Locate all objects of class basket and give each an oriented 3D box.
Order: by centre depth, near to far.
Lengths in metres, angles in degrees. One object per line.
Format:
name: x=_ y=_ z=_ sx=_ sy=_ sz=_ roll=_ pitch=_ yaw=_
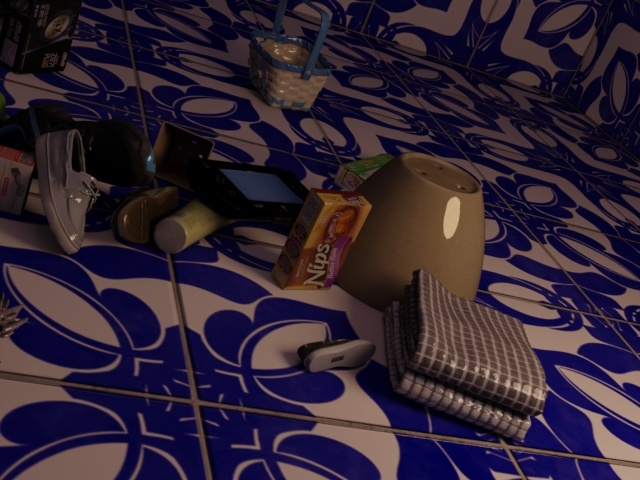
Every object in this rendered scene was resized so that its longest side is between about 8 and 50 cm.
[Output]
basket: x=-0.075 y=-0.508 z=2.472 sx=0.201 sy=0.289 sz=0.255 roll=7 pitch=27 yaw=-32

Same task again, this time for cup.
cup: x=0.183 y=-0.029 z=1.770 sx=0.331 sy=0.237 sz=0.331 roll=18 pitch=24 yaw=-8

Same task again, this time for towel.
towel: x=0.236 y=0.178 z=1.526 sx=0.235 sy=0.121 sz=0.283 roll=20 pitch=24 yaw=-8

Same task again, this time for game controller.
game controller: x=-0.120 y=-0.095 z=1.816 sx=0.166 sy=0.067 sz=0.319 roll=36 pitch=20 yaw=31

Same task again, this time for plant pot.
plant pot: x=-0.270 y=-0.171 z=1.843 sx=0.109 sy=0.109 sz=0.096 roll=23 pitch=12 yaw=1

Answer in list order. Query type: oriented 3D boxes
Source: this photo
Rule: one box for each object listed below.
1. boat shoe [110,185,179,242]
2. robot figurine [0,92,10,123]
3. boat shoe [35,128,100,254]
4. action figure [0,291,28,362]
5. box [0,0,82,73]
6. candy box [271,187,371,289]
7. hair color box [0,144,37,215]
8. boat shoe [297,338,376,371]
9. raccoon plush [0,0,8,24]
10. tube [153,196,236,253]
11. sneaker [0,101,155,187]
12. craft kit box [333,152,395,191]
boat shoe: x=-0.312 y=-0.048 z=1.583 sx=0.073 sy=0.080 sz=0.223 roll=6 pitch=16 yaw=13
robot figurine: x=-0.626 y=-0.246 z=1.723 sx=0.101 sy=0.067 sz=0.115 roll=27 pitch=21 yaw=-20
boat shoe: x=-0.399 y=-0.087 z=1.477 sx=0.081 sy=0.079 sz=0.227 roll=-19 pitch=62 yaw=2
action figure: x=-0.491 y=0.075 z=1.151 sx=0.285 sy=0.099 sz=0.185 roll=39 pitch=21 yaw=24
box: x=-0.624 y=-0.468 z=2.048 sx=0.077 sy=0.180 sz=0.147 roll=32 pitch=25 yaw=19
candy box: x=0.000 y=0.000 z=1.609 sx=0.109 sy=0.186 sz=0.053 roll=3 pitch=34 yaw=-39
hair color box: x=-0.549 y=-0.112 z=1.480 sx=0.167 sy=0.093 sz=0.053 roll=18 pitch=24 yaw=-13
boat shoe: x=0.026 y=0.172 z=1.446 sx=0.142 sy=0.049 sz=0.040 roll=-3 pitch=34 yaw=-41
raccoon plush: x=-0.713 y=-0.689 z=2.060 sx=0.216 sy=0.446 sz=0.299 roll=-23 pitch=93 yaw=-45
tube: x=-0.224 y=-0.032 z=1.651 sx=0.062 sy=0.070 sz=0.240 roll=-18 pitch=9 yaw=16
sneaker: x=-0.434 y=-0.152 z=1.617 sx=0.341 sy=0.125 sz=0.140 roll=15 pitch=29 yaw=32
craft kit box: x=0.194 y=-0.117 z=2.187 sx=0.247 sy=0.061 sz=0.250 roll=35 pitch=27 yaw=21
